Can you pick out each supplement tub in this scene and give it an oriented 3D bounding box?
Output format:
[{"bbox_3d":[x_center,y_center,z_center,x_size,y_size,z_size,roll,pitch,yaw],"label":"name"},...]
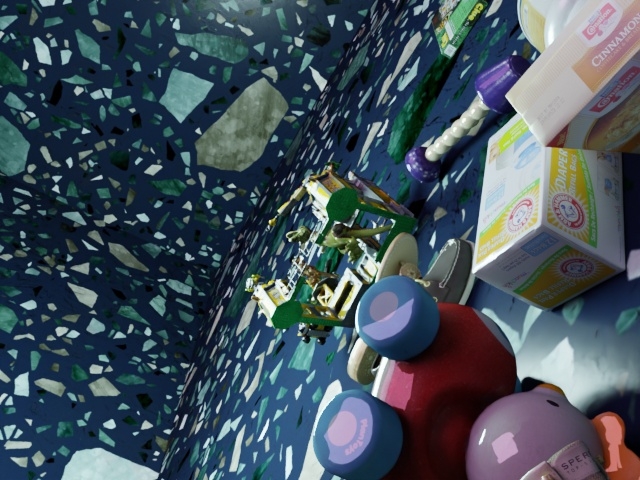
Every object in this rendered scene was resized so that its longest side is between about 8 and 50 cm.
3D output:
[{"bbox_3d":[0.315,-0.256,0.774,0.144,0.144,0.200,-56,15,27],"label":"supplement tub"}]

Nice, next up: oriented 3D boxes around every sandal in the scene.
[{"bbox_3d":[0.121,0.114,1.021,0.079,0.088,0.240,25,96,45],"label":"sandal"}]

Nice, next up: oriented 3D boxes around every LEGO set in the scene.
[{"bbox_3d":[0.000,0.000,1.233,0.192,0.254,0.332,47,125,47],"label":"LEGO set"}]

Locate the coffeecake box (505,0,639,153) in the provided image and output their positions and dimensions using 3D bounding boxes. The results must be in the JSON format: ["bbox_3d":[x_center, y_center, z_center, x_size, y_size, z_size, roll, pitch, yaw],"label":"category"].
[{"bbox_3d":[0.283,-0.152,0.616,0.142,0.185,0.068,-52,54,39],"label":"coffeecake box"}]

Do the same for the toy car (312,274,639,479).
[{"bbox_3d":[0.162,0.161,0.587,0.237,0.219,0.210,1,61,43],"label":"toy car"}]

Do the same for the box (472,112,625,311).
[{"bbox_3d":[0.246,-0.045,0.734,0.114,0.103,0.203,-46,22,52],"label":"box"}]

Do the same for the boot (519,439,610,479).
[{"bbox_3d":[0.199,0.191,0.402,0.213,0.077,0.165,-57,45,38],"label":"boot"}]

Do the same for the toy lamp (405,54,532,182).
[{"bbox_3d":[0.235,-0.191,1.097,0.275,0.080,0.080,-47,21,51],"label":"toy lamp"}]

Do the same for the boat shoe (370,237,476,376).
[{"bbox_3d":[0.143,0.094,0.932,0.228,0.068,0.081,-65,14,-6],"label":"boat shoe"}]

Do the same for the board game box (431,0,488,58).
[{"bbox_3d":[0.305,-0.509,1.524,0.136,0.030,0.260,-53,17,30],"label":"board game box"}]
